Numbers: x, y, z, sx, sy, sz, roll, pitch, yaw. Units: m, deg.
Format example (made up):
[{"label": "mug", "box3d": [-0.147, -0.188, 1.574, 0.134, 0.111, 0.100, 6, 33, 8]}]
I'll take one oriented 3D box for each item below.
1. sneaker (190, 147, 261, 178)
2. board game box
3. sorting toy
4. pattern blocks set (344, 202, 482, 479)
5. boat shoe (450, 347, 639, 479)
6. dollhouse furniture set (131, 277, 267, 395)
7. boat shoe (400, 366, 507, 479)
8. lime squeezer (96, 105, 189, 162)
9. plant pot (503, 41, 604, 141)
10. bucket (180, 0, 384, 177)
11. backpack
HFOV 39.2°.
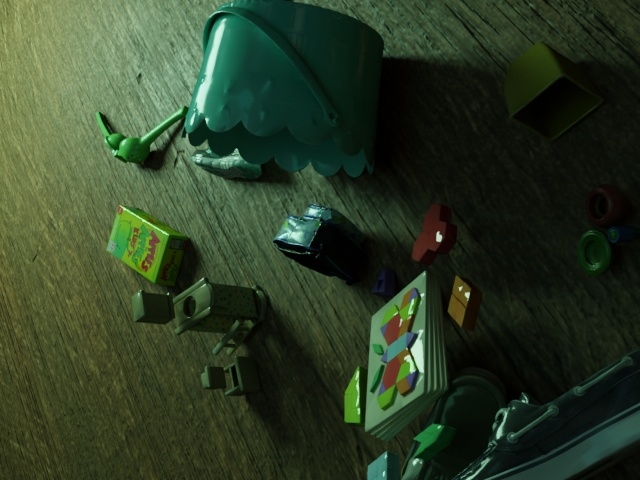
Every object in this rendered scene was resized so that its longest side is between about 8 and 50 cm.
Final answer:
[{"label": "sneaker", "box3d": [-0.146, -0.145, 1.479, 0.166, 0.065, 0.076, 8, 72, 43]}, {"label": "board game box", "box3d": [-0.316, 0.007, 1.626, 0.181, 0.043, 0.092, 26, 102, 45]}, {"label": "sorting toy", "box3d": [0.321, -0.011, 0.986, 0.061, 0.042, 0.101, 26, 114, 61]}, {"label": "pattern blocks set", "box3d": [0.101, 0.135, 1.090, 0.285, 0.026, 0.324, -56, 23, 34]}, {"label": "boat shoe", "box3d": [0.228, 0.211, 0.942, 0.301, 0.108, 0.102, -33, 62, 15]}, {"label": "dollhouse furniture set", "box3d": [-0.170, 0.146, 1.351, 0.101, 0.182, 0.160, -33, 60, 37]}, {"label": "boat shoe", "box3d": [0.146, 0.294, 1.057, 0.113, 0.103, 0.302, 25, 98, 13]}, {"label": "lime squeezer", "box3d": [-0.368, -0.202, 1.708, 0.310, 0.059, 0.109, 6, 88, 47]}, {"label": "plant pot", "box3d": [0.263, -0.181, 1.045, 0.081, 0.081, 0.083, -40, 45, 34]}, {"label": "bucket", "box3d": [-0.045, -0.204, 1.237, 0.281, 0.281, 0.183, 5, 83, 46]}, {"label": "backpack", "box3d": [0.000, 0.000, 1.265, 0.114, 0.105, 0.084, 11, 68, 47]}]
